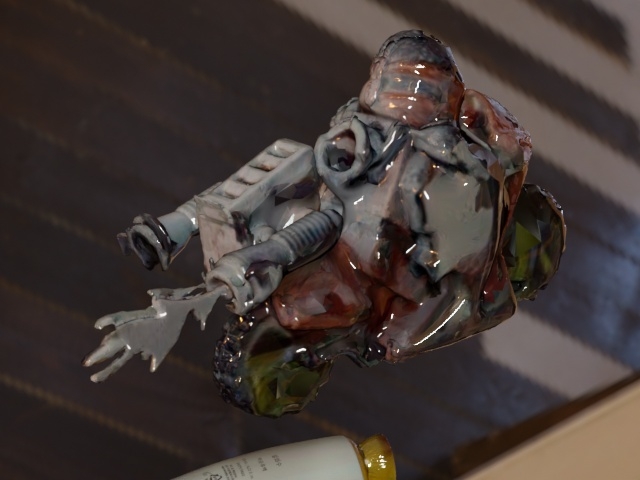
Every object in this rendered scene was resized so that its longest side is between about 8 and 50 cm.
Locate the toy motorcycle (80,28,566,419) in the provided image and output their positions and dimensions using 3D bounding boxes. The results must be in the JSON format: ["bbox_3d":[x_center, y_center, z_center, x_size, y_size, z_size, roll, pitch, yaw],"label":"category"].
[{"bbox_3d":[0.000,0.000,1.167,0.401,0.134,0.207,-23,120,-33],"label":"toy motorcycle"}]

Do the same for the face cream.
[{"bbox_3d":[-0.030,0.195,1.554,0.182,0.051,0.072,-11,34,-16],"label":"face cream"}]
